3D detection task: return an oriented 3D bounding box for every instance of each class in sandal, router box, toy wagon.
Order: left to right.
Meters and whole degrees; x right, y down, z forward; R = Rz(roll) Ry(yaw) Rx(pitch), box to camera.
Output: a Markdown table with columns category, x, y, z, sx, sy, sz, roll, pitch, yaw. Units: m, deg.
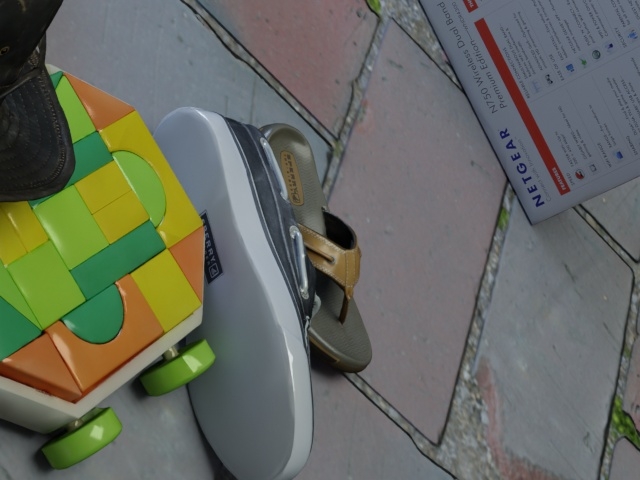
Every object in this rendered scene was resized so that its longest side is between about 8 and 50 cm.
| category | x | y | z | sx | sy | sz | roll | pitch | yaw |
| --- | --- | --- | --- | --- | --- | --- | --- | --- | --- |
| toy wagon | -0.209 | 0.021 | 1.335 | 0.267 | 0.068 | 0.344 | 59 | 37 | -5 |
| sandal | 0.000 | 0.000 | 1.600 | 0.090 | 0.060 | 0.219 | 9 | 62 | -47 |
| router box | 0.256 | -0.225 | 1.839 | 0.082 | 0.301 | 0.335 | -26 | 90 | -53 |

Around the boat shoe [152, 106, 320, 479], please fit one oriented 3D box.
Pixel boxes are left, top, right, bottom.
| category | x | y | z | sx | sy | sz | roll | pitch | yaw |
| --- | --- | --- | --- | --- | --- | --- | --- | --- | --- |
| boat shoe | -0.047 | 0.041 | 1.492 | 0.102 | 0.108 | 0.301 | 8 | 56 | -46 |

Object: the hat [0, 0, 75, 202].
| category | x | y | z | sx | sy | sz | roll | pitch | yaw |
| --- | --- | --- | --- | --- | --- | --- | --- | --- | --- |
| hat | -0.249 | -0.168 | 1.216 | 0.331 | 0.134 | 0.331 | 37 | 25 | -20 |
